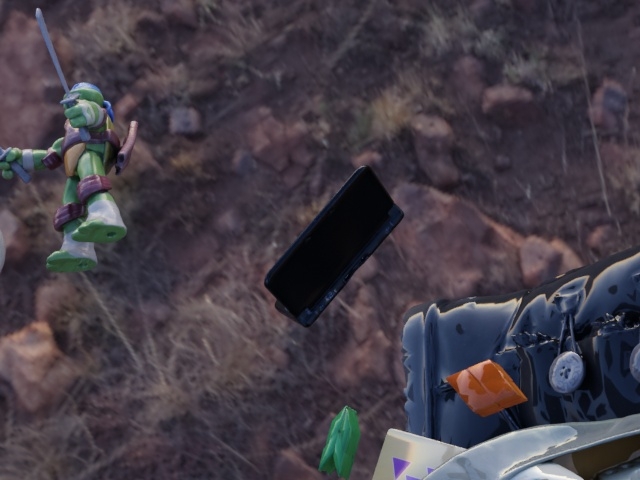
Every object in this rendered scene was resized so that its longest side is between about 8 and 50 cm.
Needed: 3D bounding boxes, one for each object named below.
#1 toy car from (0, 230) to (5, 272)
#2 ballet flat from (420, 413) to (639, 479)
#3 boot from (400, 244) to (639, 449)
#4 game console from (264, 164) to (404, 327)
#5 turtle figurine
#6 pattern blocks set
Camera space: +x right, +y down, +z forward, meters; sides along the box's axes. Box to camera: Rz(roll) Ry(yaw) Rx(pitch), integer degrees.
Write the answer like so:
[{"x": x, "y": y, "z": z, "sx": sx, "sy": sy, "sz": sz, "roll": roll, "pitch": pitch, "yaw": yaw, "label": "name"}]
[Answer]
[{"x": -0.541, "y": 0.036, "z": 1.786, "sx": 0.210, "sy": 0.238, "sz": 0.219, "roll": 1, "pitch": 74, "yaw": -22, "label": "toy car"}, {"x": 0.138, "y": 0.125, "z": 0.667, "sx": 0.213, "sy": 0.068, "sz": 0.072, "roll": -14, "pitch": 98, "yaw": -18, "label": "ballet flat"}, {"x": 0.292, "y": 0.188, "z": 1.218, "sx": 0.445, "sy": 0.146, "sz": 0.367, "roll": -16, "pitch": 77, "yaw": 35, "label": "boot"}, {"x": 0.000, "y": 0.000, "z": 1.057, "sx": 0.122, "sy": 0.071, "sz": 0.107, "roll": -48, "pitch": 21, "yaw": -7, "label": "game console"}, {"x": -0.362, "y": -0.108, "z": 1.774, "sx": 0.197, "sy": 0.274, "sz": 0.266, "roll": -21, "pitch": 64, "yaw": 15, "label": "turtle figurine"}, {"x": 0.107, "y": 0.239, "z": 1.079, "sx": 0.324, "sy": 0.026, "sz": 0.285, "roll": 20, "pitch": 84, "yaw": 46, "label": "pattern blocks set"}]
